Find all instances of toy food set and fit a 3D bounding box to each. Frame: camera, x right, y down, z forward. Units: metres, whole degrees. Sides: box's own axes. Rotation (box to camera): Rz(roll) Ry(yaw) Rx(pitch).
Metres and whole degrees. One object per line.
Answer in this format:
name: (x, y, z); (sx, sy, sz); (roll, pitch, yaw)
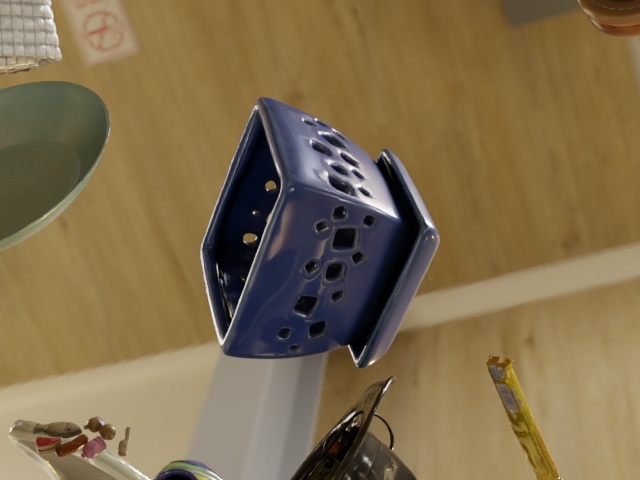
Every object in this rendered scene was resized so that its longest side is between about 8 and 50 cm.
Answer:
toy food set: (-0.296, 0.241, 1.553); (0.122, 0.019, 0.078); (-1, -151, 0)

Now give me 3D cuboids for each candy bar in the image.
candy bar: (0.217, 0.194, 1.349); (0.018, 0.162, 0.040); (-32, -166, -30)

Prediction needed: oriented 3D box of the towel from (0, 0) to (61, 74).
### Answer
towel: (-0.465, -0.312, 1.526); (0.121, 0.235, 0.283); (-6, -176, 40)

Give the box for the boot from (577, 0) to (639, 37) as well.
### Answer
boot: (0.196, -0.117, 0.658); (0.073, 0.152, 0.197); (30, -124, 30)

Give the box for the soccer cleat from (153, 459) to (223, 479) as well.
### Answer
soccer cleat: (-0.107, 0.393, 1.642); (0.093, 0.289, 0.121); (-55, 160, 7)

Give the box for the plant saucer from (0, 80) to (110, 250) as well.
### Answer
plant saucer: (-0.235, -0.042, 0.915); (0.194, 0.037, 0.195); (-13, -139, 12)

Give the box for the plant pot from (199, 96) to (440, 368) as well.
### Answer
plant pot: (0.000, 0.000, 1.493); (0.212, 0.236, 0.236); (14, -154, -19)

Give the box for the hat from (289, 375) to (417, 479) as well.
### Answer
hat: (0.029, 0.300, 1.384); (0.331, 0.134, 0.331); (-50, 179, -1)

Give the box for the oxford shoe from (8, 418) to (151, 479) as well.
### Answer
oxford shoe: (-0.297, 0.420, 1.907); (0.169, 0.449, 0.130); (1, -128, 54)
